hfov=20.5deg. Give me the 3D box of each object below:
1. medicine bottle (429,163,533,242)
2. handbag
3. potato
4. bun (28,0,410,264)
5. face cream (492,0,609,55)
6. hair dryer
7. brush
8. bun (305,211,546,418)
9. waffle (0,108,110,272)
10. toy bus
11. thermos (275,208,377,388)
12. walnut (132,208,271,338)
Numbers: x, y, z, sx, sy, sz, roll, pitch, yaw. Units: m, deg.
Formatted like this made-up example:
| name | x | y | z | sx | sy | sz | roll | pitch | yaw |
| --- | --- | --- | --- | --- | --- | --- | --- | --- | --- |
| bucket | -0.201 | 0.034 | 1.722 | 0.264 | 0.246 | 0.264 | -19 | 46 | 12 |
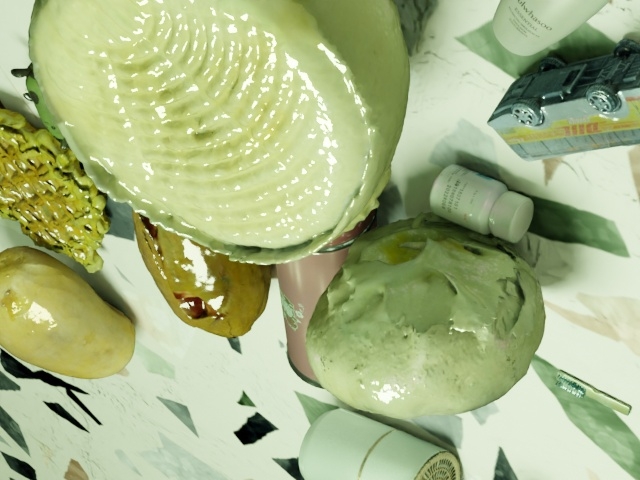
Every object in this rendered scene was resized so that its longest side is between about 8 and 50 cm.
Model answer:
| name | x | y | z | sx | sy | sz | roll | pitch | yaw |
| --- | --- | --- | --- | --- | --- | --- | --- | --- | --- |
| medicine bottle | 0.149 | -0.034 | 1.636 | 0.089 | 0.052 | 0.052 | 24 | 146 | 28 |
| handbag | -0.299 | -0.156 | 1.998 | 0.072 | 0.047 | 0.111 | 10 | 136 | 43 |
| potato | -0.343 | 0.100 | 2.276 | 0.234 | 0.146 | 0.150 | 43 | -164 | -33 |
| bun | -0.072 | -0.167 | 1.570 | 0.364 | 0.202 | 0.364 | 21 | 139 | 19 |
| face cream | 0.191 | -0.204 | 1.368 | 0.072 | 0.051 | 0.182 | 46 | 149 | 1 |
| hair dryer | 0.107 | 0.350 | 2.155 | 0.173 | 0.107 | 0.357 | 20 | 150 | 37 |
| brush | 0.273 | 0.156 | 1.780 | 0.083 | 0.013 | 0.016 | 26 | 145 | 22 |
| bun | 0.096 | 0.063 | 1.650 | 0.239 | 0.239 | 0.141 | 12 | 131 | 41 |
| waffle | -0.359 | -0.075 | 2.171 | 0.254 | 0.052 | 0.245 | 28 | 149 | 25 |
| toy bus | 0.221 | -0.111 | 1.444 | 0.190 | 0.064 | 0.075 | -6 | 131 | 52 |
| thermos | 0.008 | 0.003 | 1.812 | 0.109 | 0.136 | 0.330 | 3 | 140 | 8 |
| walnut | -0.128 | 0.007 | 1.939 | 0.137 | 0.137 | 0.245 | 10 | 128 | 42 |
